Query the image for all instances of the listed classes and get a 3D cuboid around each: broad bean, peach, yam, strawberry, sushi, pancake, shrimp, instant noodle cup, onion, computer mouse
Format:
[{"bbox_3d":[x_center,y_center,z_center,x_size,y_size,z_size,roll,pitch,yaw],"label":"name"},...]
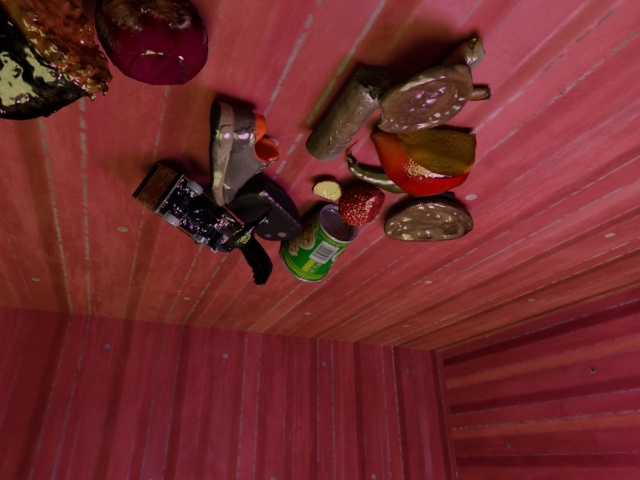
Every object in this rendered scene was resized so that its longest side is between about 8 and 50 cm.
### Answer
[{"bbox_3d":[0.195,-0.179,1.251,0.317,0.056,0.098,20,147,-32],"label":"broad bean"},{"bbox_3d":[0.245,-0.195,1.110,0.267,0.154,0.159,7,154,-16],"label":"peach"},{"bbox_3d":[0.060,-0.283,1.003,0.093,0.093,0.259,12,151,-23],"label":"yam"},{"bbox_3d":[0.129,-0.106,1.310,0.148,0.131,0.131,3,163,46],"label":"strawberry"},{"bbox_3d":[-0.485,-0.367,0.679,0.207,0.235,0.349,-21,121,13],"label":"sushi"},{"bbox_3d":[0.219,-0.287,0.928,0.222,0.042,0.236,-8,165,-15],"label":"pancake"},{"bbox_3d":[0.018,-0.152,1.302,0.083,0.050,0.078,-16,128,9],"label":"peach"},{"bbox_3d":[0.324,-0.346,0.932,0.165,0.049,0.161,10,154,-24],"label":"shrimp"},{"bbox_3d":[0.000,0.000,1.467,0.206,0.207,0.232,14,144,-27],"label":"instant noodle cup"},{"bbox_3d":[0.359,-0.058,1.465,0.293,0.050,0.295,3,154,1],"label":"pancake"},{"bbox_3d":[-0.317,-0.351,0.823,0.195,0.140,0.218,6,157,-28],"label":"onion"},{"bbox_3d":[-0.163,-0.100,1.348,0.170,0.100,0.269,-14,144,24],"label":"computer mouse"}]

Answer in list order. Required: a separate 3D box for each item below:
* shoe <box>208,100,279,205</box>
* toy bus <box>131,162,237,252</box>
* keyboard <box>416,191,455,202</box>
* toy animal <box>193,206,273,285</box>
[{"bbox_3d":[-0.194,-0.211,1.121,0.170,0.133,0.337,-3,152,-16],"label":"shoe"},{"bbox_3d":[-0.385,-0.090,1.278,0.167,0.139,0.275,26,168,33],"label":"toy bus"},{"bbox_3d":[0.329,-0.097,1.460,0.106,0.016,0.262,12,151,-23],"label":"keyboard"},{"bbox_3d":[-0.223,-0.032,1.261,0.272,0.197,0.160,46,162,-17],"label":"toy animal"}]
